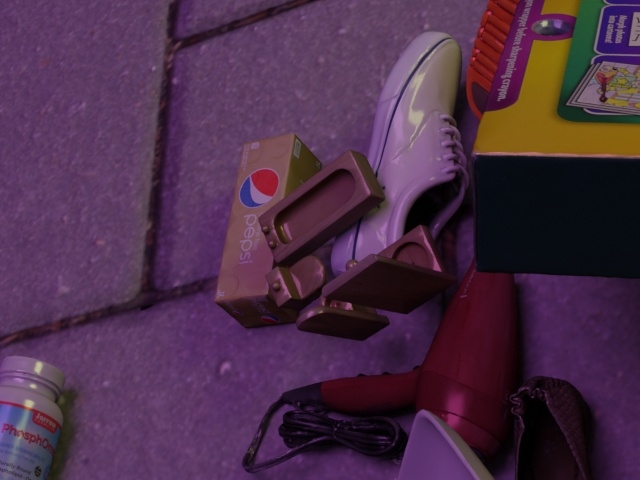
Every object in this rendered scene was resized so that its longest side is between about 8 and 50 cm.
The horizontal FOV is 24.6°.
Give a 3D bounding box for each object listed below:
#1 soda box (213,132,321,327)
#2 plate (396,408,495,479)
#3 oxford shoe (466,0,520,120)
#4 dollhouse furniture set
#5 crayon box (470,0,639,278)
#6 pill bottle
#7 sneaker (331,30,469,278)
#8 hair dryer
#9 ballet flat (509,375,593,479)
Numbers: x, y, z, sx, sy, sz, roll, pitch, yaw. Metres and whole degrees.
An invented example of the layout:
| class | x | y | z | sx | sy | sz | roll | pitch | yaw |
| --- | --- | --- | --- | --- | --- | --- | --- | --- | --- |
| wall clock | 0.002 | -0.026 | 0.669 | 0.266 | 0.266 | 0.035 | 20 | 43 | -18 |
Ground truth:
| class | x | y | z | sx | sy | sz | roll | pitch | yaw |
| --- | --- | --- | --- | --- | --- | --- | --- | --- | --- |
| soda box | -0.049 | -0.010 | 1.409 | 0.061 | 0.058 | 0.181 | -9 | 56 | 28 |
| plate | 0.123 | 0.299 | 1.006 | 0.278 | 0.045 | 0.277 | 51 | 138 | 43 |
| oxford shoe | 0.270 | -0.245 | 1.328 | 0.130 | 0.133 | 0.363 | 45 | 107 | 28 |
| dollhouse furniture set | 0.000 | 0.000 | 1.240 | 0.144 | 0.123 | 0.151 | -36 | 63 | 25 |
| crayon box | 0.292 | -0.105 | 1.066 | 0.313 | 0.106 | 0.363 | 3 | 33 | 15 |
| pill bottle | -0.299 | 0.197 | 1.414 | 0.087 | 0.087 | 0.160 | -5 | 59 | 31 |
| sneaker | 0.096 | -0.068 | 1.340 | 0.091 | 0.094 | 0.258 | 10 | 76 | 33 |
| hair dryer | 0.064 | 0.124 | 1.232 | 0.293 | 0.080 | 0.223 | -45 | 47 | -1 |
| ballet flat | 0.172 | 0.185 | 1.083 | 0.084 | 0.058 | 0.250 | -31 | 28 | 24 |
